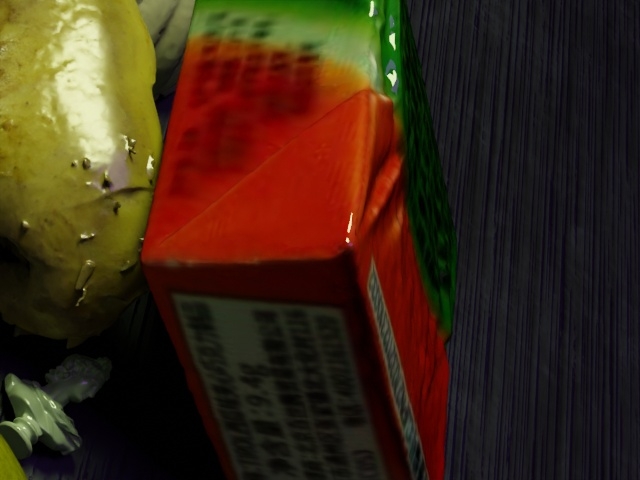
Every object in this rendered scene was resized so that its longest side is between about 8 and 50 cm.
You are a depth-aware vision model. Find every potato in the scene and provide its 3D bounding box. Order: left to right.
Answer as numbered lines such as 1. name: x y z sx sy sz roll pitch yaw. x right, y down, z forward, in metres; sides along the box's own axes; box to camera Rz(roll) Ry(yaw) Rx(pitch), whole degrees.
1. potato: -0.194 -0.074 1.286 0.173 0.140 0.300 -9 69 -4

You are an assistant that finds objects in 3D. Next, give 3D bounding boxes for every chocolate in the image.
1. chocolate: 0.000 0.000 1.341 0.360 0.161 0.341 74 17 -45

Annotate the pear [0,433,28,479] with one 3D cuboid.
1. pear: -0.264 0.179 0.919 0.294 0.294 0.294 30 43 -33

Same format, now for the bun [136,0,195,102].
1. bun: -0.153 -0.256 1.464 0.263 0.175 0.263 30 43 -32

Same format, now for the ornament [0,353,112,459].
1. ornament: -0.185 0.114 1.258 0.068 0.041 0.092 31 52 -24
